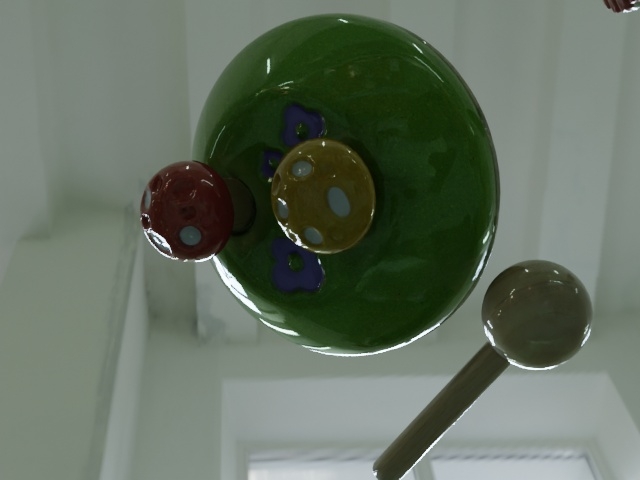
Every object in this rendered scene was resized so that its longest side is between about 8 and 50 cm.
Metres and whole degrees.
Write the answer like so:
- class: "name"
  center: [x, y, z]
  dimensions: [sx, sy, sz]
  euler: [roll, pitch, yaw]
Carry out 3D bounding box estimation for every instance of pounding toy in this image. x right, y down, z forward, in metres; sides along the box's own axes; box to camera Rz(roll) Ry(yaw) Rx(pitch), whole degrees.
- class: "pounding toy"
  center: [0.000, 0.000, 0.609]
  dimensions: [0.183, 0.110, 0.237]
  euler: [-44, -105, 31]

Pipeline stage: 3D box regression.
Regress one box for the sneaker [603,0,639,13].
- class: "sneaker"
  center: [0.152, -0.147, 0.434]
  dimensions: [0.092, 0.225, 0.088]
  euler: [-15, -95, -12]
